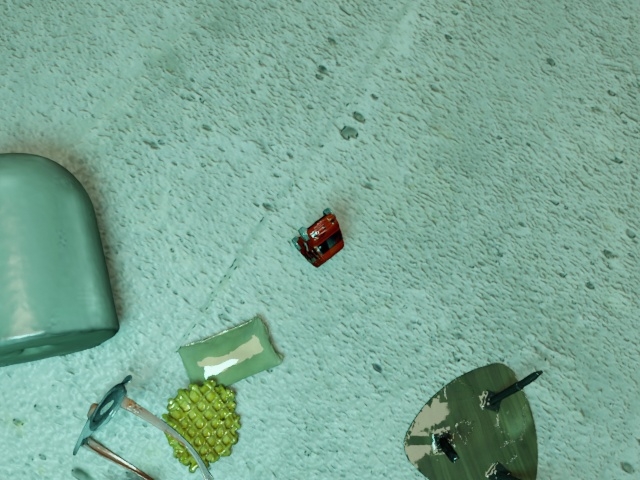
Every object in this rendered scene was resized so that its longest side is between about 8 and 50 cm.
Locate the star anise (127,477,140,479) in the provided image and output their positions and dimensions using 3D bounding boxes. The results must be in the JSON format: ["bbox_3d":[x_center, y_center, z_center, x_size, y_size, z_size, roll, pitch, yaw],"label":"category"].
[{"bbox_3d":[-0.396,0.537,1.289,0.195,0.182,0.065,5,33,-19],"label":"star anise"}]

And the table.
[{"bbox_3d":[0.351,0.419,1.346,0.317,0.249,0.317,2,77,-7],"label":"table"}]

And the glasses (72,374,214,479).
[{"bbox_3d":[-0.345,0.406,1.297,0.268,0.234,0.118,36,39,-13],"label":"glasses"}]

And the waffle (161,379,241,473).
[{"bbox_3d":[-0.242,0.377,1.346,0.191,0.038,0.191,0,90,-38],"label":"waffle"}]

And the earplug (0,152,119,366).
[{"bbox_3d":[-0.585,0.030,1.292,0.312,0.312,0.394,-12,76,-10],"label":"earplug"}]

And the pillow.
[{"bbox_3d":[-0.194,0.250,1.416,0.208,0.053,0.119,-22,79,-8],"label":"pillow"}]

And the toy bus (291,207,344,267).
[{"bbox_3d":[0.000,0.000,1.424,0.081,0.195,0.089,-37,87,-14],"label":"toy bus"}]
